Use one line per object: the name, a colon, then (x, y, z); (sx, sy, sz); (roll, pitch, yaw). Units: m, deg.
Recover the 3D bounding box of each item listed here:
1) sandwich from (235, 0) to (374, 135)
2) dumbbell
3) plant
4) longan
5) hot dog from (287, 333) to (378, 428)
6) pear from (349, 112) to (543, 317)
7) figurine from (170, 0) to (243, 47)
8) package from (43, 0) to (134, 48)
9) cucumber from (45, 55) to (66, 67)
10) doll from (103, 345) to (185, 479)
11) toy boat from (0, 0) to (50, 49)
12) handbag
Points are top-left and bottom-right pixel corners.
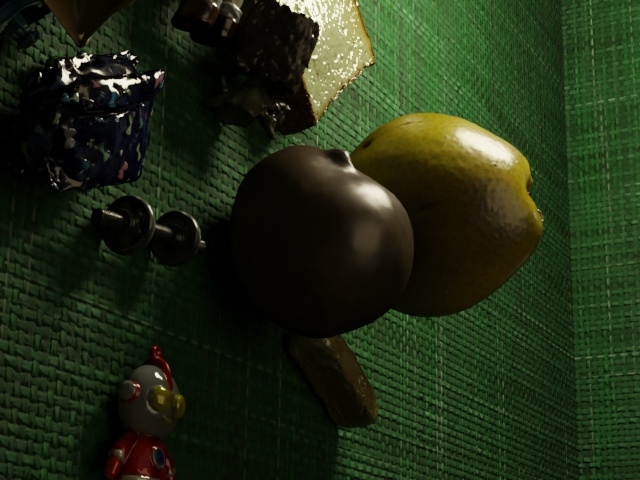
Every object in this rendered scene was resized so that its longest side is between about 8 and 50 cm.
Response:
sandwich: (-0.032, -0.355, 2.278); (0.301, 0.099, 0.271); (-52, 124, -51)
dumbbell: (-0.225, -0.011, 1.817); (0.254, 0.082, 0.081); (21, 65, -62)
plant: (-0.086, -0.260, 2.067); (0.142, 0.131, 0.203); (33, 83, -15)
longan: (-0.003, 0.001, 2.050); (0.297, 0.297, 0.297); (27, 59, -59)
hot dog: (0.024, 0.217, 2.249); (0.242, 0.084, 0.073); (59, 31, -38)
pear: (0.156, -0.029, 2.228); (0.191, 0.387, 0.340); (-34, 110, -68)
figurine: (-0.142, -0.475, 2.024); (0.281, 0.167, 0.370); (31, 65, -52)
package: (-0.264, -0.432, 1.705); (0.311, 0.165, 0.221); (-88, 155, -43)
cucumber: (-0.307, -0.216, 1.759); (0.155, 0.037, 0.037); (-1, 84, -62)
doll: (-0.224, 0.254, 1.756); (0.142, 0.076, 0.245); (38, 54, -55)
toy boat: (-0.364, -0.258, 1.625); (0.061, 0.060, 0.137); (49, 25, -3)
handbag: (-0.284, -0.150, 1.677); (0.260, 0.113, 0.162); (-24, 135, -64)
